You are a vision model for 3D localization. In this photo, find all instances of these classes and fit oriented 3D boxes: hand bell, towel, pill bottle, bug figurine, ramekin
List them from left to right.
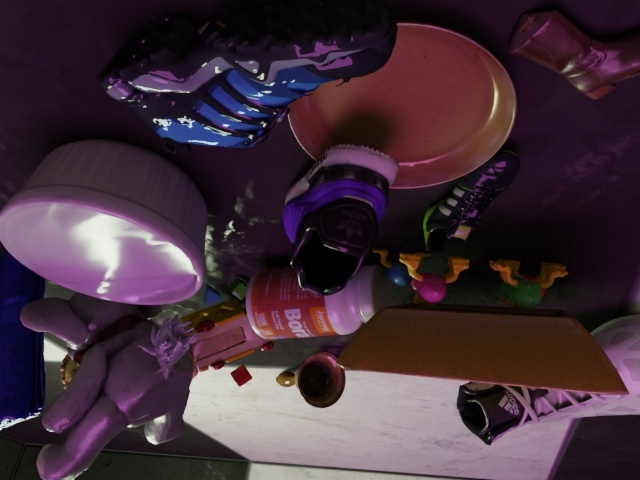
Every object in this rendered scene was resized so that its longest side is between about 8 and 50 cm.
[{"bbox_3d":[-0.543,0.172,0.976,0.076,0.308,0.227,8,156,-38],"label":"towel"},{"bbox_3d":[-0.283,-0.023,0.765,0.273,0.127,0.273,5,148,3],"label":"ramekin"},{"bbox_3d":[-0.052,0.340,1.353,0.126,0.126,0.242,22,159,-22],"label":"hand bell"},{"bbox_3d":[-0.003,0.096,0.899,0.216,0.121,0.121,-8,145,24],"label":"pill bottle"},{"bbox_3d":[0.209,0.059,0.781,0.279,0.072,0.216,5,-179,7],"label":"bug figurine"}]

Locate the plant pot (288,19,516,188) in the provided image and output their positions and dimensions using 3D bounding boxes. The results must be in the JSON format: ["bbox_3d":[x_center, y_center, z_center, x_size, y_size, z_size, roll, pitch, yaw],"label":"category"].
[{"bbox_3d":[0.083,-0.139,0.587,0.236,0.032,0.236,6,149,4],"label":"plant pot"}]

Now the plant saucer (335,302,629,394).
[{"bbox_3d":[0.226,0.136,0.785,0.333,0.081,0.333,1,175,20],"label":"plant saucer"}]

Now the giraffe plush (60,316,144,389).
[{"bbox_3d":[-0.496,0.254,1.217,0.210,0.170,0.181,-1,148,14],"label":"giraffe plush"}]

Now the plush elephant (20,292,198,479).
[{"bbox_3d":[-0.351,0.185,0.925,0.272,0.255,0.330,-8,134,-53],"label":"plush elephant"}]

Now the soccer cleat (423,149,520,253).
[{"bbox_3d":[0.185,-0.042,0.680,0.060,0.072,0.179,16,147,-14],"label":"soccer cleat"}]

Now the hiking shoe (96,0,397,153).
[{"bbox_3d":[-0.061,-0.156,0.522,0.304,0.113,0.132,1,146,31],"label":"hiking shoe"}]

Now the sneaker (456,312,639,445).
[{"bbox_3d":[0.416,0.270,0.945,0.257,0.169,0.447,-15,165,-35],"label":"sneaker"}]

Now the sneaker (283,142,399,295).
[{"bbox_3d":[-0.001,0.000,0.683,0.102,0.146,0.293,15,163,-8],"label":"sneaker"}]

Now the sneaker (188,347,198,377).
[{"bbox_3d":[-0.451,0.316,1.362,0.314,0.116,0.136,2,149,10],"label":"sneaker"}]

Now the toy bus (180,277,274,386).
[{"bbox_3d":[-0.167,0.163,1.059,0.202,0.191,0.104,29,-174,-29],"label":"toy bus"}]

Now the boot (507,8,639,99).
[{"bbox_3d":[0.238,-0.181,0.484,0.114,0.037,0.106,25,143,-17],"label":"boot"}]
